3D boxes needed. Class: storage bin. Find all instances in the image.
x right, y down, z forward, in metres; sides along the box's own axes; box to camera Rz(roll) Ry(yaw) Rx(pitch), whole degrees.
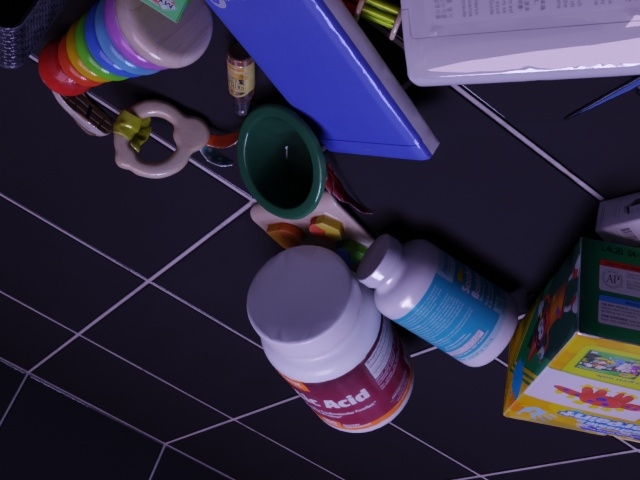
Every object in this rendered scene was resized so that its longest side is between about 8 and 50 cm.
[{"bbox_3d":[-0.415,-0.331,1.166,0.122,0.180,0.084,23,148,-4],"label":"storage bin"}]

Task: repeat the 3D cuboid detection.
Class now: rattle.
[{"bbox_3d":[-0.233,-0.153,1.441,0.199,0.130,0.143,-4,162,-10],"label":"rattle"}]

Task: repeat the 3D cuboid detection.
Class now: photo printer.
[{"bbox_3d":[0.227,-0.282,0.844,0.307,0.107,0.256,1,107,28],"label":"photo printer"}]

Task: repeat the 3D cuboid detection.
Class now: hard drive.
[{"bbox_3d":[-0.001,-0.229,1.164,0.210,0.040,0.319,12,152,48],"label":"hard drive"}]

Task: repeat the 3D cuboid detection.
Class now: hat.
[{"bbox_3d":[-0.009,-0.136,1.381,0.173,0.183,0.209,36,132,23],"label":"hat"}]

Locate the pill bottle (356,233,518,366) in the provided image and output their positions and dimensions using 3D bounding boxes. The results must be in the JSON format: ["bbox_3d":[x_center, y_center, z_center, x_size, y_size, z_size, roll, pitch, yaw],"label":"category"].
[{"bbox_3d":[0.192,0.094,1.490,0.264,0.146,0.146,32,147,-18],"label":"pill bottle"}]

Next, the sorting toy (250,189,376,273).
[{"bbox_3d":[0.000,0.000,1.562,0.193,0.038,0.208,-8,138,39],"label":"sorting toy"}]

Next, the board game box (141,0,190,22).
[{"bbox_3d":[-0.259,-0.399,0.976,0.317,0.046,0.213,31,149,-12],"label":"board game box"}]

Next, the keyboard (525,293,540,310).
[{"bbox_3d":[0.449,0.137,1.510,0.192,0.038,0.100,4,145,27],"label":"keyboard"}]

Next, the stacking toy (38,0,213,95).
[{"bbox_3d":[-0.297,-0.280,1.248,0.330,0.141,0.141,-7,139,48],"label":"stacking toy"}]

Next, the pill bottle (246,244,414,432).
[{"bbox_3d":[0.024,0.185,1.615,0.224,0.224,0.392,5,152,24],"label":"pill bottle"}]

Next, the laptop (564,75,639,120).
[{"bbox_3d":[0.454,-0.156,0.970,0.264,0.137,0.234,33,147,-19],"label":"laptop"}]

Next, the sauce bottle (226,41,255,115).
[{"bbox_3d":[-0.113,-0.229,1.277,0.042,0.042,0.128,16,148,8],"label":"sauce bottle"}]

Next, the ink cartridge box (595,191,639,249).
[{"bbox_3d":[0.472,-0.022,1.237,0.135,0.056,0.099,-16,134,44],"label":"ink cartridge box"}]

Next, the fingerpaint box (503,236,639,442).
[{"bbox_3d":[0.547,0.183,1.349,0.444,0.163,0.371,11,151,1],"label":"fingerpaint box"}]

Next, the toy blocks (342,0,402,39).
[{"bbox_3d":[0.037,-0.312,1.054,0.148,0.054,0.123,23,150,0],"label":"toy blocks"}]

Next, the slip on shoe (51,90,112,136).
[{"bbox_3d":[-0.401,-0.219,1.455,0.041,0.051,0.135,-6,147,32],"label":"slip on shoe"}]
